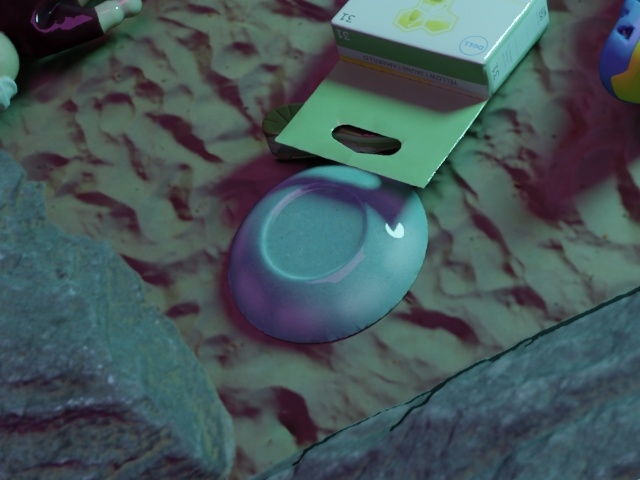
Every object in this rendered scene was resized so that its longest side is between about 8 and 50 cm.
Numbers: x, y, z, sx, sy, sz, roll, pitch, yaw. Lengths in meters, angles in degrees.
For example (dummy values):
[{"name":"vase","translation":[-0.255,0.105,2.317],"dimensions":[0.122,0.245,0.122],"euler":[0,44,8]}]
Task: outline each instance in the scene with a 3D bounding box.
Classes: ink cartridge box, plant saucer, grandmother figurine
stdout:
[{"name":"ink cartridge box","translation":[0.082,-0.165,1.736],"dimensions":[0.171,0.056,0.235],"euler":[19,53,30]},{"name":"plant saucer","translation":[0.000,0.000,1.707],"dimensions":[0.195,0.037,0.195],"euler":[-10,57,17]},{"name":"grandmother figurine","translation":[-0.284,-0.265,1.956],"dimensions":[0.207,0.104,0.342],"euler":[20,66,40]}]

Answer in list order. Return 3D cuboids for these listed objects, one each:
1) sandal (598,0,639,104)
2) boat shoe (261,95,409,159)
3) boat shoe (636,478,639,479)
[{"name":"sandal","translation":[0.326,-0.247,1.682],"dimensions":[0.138,0.126,0.317],"euler":[19,59,32]},{"name":"boat shoe","translation":[0.023,-0.099,1.762],"dimensions":[0.153,0.048,0.056],"euler":[-3,46,13]},{"name":"boat shoe","translation":[0.184,0.261,1.456],"dimensions":[0.233,0.084,0.079],"euler":[-33,15,8]}]
